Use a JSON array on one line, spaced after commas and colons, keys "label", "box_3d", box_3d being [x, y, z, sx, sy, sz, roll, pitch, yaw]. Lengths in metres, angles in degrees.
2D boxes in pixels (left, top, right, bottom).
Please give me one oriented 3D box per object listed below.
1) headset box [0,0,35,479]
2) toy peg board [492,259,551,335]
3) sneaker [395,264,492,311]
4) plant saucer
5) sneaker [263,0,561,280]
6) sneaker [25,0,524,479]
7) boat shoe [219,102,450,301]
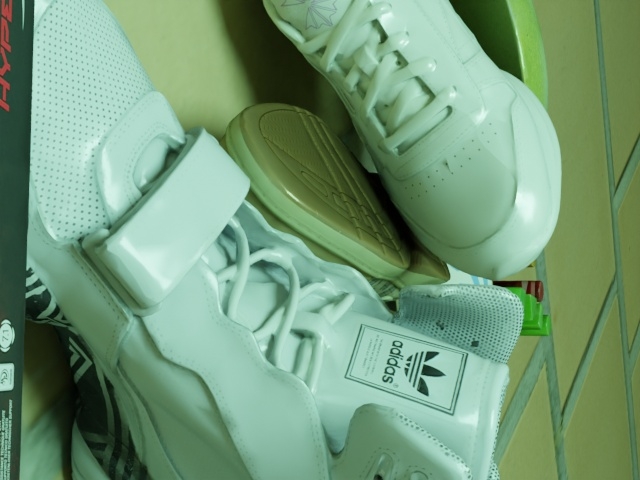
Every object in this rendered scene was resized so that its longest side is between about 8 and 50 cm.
[{"label": "headset box", "box_3d": [-0.196, -0.008, 0.297, 0.293, 0.110, 0.218, 10, 80, -67]}, {"label": "toy peg board", "box_3d": [0.169, 0.018, 1.210, 0.161, 0.079, 0.161, 38, 55, -62]}, {"label": "sneaker", "box_3d": [0.098, 0.077, 1.032, 0.086, 0.085, 0.237, -65, 145, -55]}, {"label": "plant saucer", "box_3d": [0.092, -0.124, 0.882, 0.241, 0.037, 0.241, 166, -90, -70]}, {"label": "sneaker", "box_3d": [0.030, -0.107, 0.761, 0.152, 0.114, 0.305, 5, 51, -50]}, {"label": "sneaker", "box_3d": [-0.030, 0.019, 0.563, 0.137, 0.210, 0.366, -63, 145, -48]}, {"label": "boat shoe", "box_3d": [0.000, 0.000, 0.774, 0.104, 0.089, 0.285, 64, 14, 22]}]
